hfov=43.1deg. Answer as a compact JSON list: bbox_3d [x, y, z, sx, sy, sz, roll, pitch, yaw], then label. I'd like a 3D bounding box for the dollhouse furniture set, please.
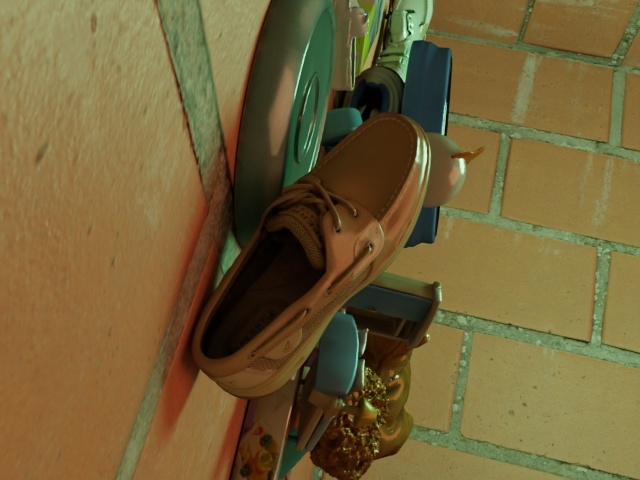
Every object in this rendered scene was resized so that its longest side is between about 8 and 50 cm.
[{"bbox_3d":[0.060,0.227,1.291,0.303,0.198,0.286,-83,-170,-45],"label":"dollhouse furniture set"}]

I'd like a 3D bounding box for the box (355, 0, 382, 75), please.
[{"bbox_3d":[0.072,-0.370,1.370,0.178,0.042,0.109,-70,170,-47],"label":"box"}]

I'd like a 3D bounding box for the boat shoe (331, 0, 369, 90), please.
[{"bbox_3d":[0.034,-0.287,1.088,0.066,0.063,0.184,-65,166,-63],"label":"boat shoe"}]

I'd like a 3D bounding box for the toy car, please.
[{"bbox_3d":[0.134,-0.094,1.228,0.210,0.238,0.219,39,38,-80],"label":"toy car"}]

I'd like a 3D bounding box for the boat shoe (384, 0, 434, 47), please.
[{"bbox_3d":[0.225,-0.534,2.077,0.302,0.113,0.103,94,3,-56],"label":"boat shoe"}]

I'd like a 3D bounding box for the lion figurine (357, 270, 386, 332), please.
[{"bbox_3d":[0.080,0.067,1.597,0.240,0.142,0.392,-40,163,-51],"label":"lion figurine"}]

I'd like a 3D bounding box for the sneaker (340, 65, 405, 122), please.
[{"bbox_3d":[0.078,-0.166,1.515,0.236,0.130,0.323,-24,129,-72],"label":"sneaker"}]

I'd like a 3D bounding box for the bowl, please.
[{"bbox_3d":[0.198,-0.177,1.533,0.391,0.077,0.391,6,90,-81],"label":"bowl"}]

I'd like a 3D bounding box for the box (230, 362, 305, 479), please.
[{"bbox_3d":[-0.073,0.254,1.179,0.067,0.063,0.324,82,21,-79],"label":"box"}]

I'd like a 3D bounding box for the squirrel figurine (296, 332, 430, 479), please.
[{"bbox_3d":[0.108,0.331,1.848,0.397,0.281,0.370,-46,160,-60],"label":"squirrel figurine"}]

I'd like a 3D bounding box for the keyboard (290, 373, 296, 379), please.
[{"bbox_3d":[-0.035,0.075,1.165,0.014,0.072,0.256,-42,-156,49],"label":"keyboard"}]

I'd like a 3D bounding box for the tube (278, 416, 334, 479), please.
[{"bbox_3d":[-0.027,0.338,1.401,0.207,0.052,0.080,-49,-173,29],"label":"tube"}]

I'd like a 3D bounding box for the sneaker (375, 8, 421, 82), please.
[{"bbox_3d":[0.169,-0.460,1.925,0.256,0.094,0.151,-55,140,-47],"label":"sneaker"}]

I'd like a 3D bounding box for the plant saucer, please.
[{"bbox_3d":[-0.031,-0.140,0.905,0.317,0.043,0.318,12,90,-83],"label":"plant saucer"}]

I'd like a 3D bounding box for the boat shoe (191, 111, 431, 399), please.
[{"bbox_3d":[0.000,0.000,0.797,0.341,0.121,0.110,-57,158,-14],"label":"boat shoe"}]
